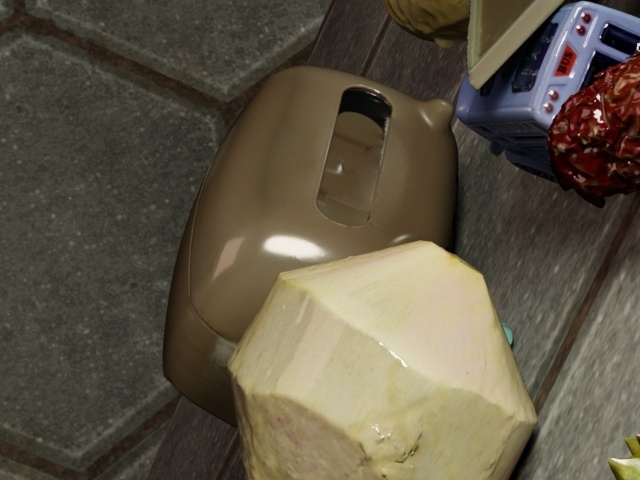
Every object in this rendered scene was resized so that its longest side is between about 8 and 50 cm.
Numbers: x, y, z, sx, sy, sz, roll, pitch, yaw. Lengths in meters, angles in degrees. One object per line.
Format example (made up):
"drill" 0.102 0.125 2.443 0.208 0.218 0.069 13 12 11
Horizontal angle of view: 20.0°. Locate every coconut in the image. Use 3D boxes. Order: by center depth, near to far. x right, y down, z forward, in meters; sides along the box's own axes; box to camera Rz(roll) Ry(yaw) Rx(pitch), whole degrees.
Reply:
"coconut" 0.052 0.119 1.410 0.259 0.259 0.259 -156 90 -80

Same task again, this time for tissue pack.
"tissue pack" 0.000 0.000 1.856 0.387 0.267 0.277 -76 10 -50

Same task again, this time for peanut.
"peanut" 0.186 -0.345 2.021 0.340 0.158 0.174 -54 -6 39

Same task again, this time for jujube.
"jujube" 0.226 -0.085 1.264 0.166 0.104 0.104 -18 42 40

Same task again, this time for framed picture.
"framed picture" 0.195 -0.246 1.485 0.211 0.020 0.289 -46 12 20

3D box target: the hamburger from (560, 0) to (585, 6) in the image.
"hamburger" 0.233 -0.351 1.733 0.288 0.192 0.167 123 157 -47

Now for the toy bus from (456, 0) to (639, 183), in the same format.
"toy bus" 0.198 -0.121 1.478 0.292 0.133 0.125 -162 95 -80

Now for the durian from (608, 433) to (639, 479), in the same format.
"durian" 0.219 0.112 0.736 0.237 0.177 0.200 167 107 -64

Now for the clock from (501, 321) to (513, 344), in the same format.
"clock" 0.115 0.134 1.586 0.108 0.045 0.147 -167 100 -81
